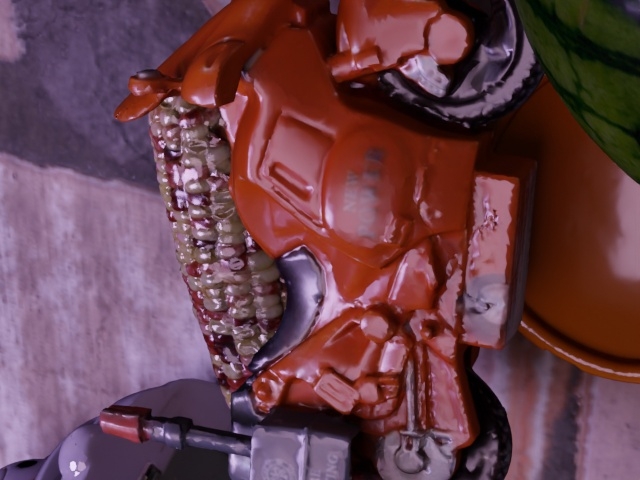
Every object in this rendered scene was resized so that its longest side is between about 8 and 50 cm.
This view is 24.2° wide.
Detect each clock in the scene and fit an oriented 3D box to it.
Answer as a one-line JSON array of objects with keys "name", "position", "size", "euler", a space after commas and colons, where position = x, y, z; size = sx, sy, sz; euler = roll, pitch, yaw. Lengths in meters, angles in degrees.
[{"name": "clock", "position": [-0.154, 0.205, 1.027], "size": [0.254, 0.189, 0.189], "euler": [-24, 103, 50]}]

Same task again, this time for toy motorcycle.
[{"name": "toy motorcycle", "position": [0.000, 0.000, 0.774], "size": [0.221, 0.148, 0.326], "euler": [9, 109, 19]}]

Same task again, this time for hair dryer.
[{"name": "hair dryer", "position": [0.122, -0.004, 0.824], "size": [0.083, 0.047, 0.026], "euler": [-21, 105, 21]}]

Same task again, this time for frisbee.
[{"name": "frisbee", "position": [0.171, -0.018, 0.778], "size": [0.192, 0.035, 0.192], "euler": [5, 108, 15]}]

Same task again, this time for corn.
[{"name": "corn", "position": [-0.043, 0.007, 0.893], "size": [0.086, 0.086, 0.253], "euler": [-4, 112, 31]}]

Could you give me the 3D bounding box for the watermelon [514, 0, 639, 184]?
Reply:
[{"name": "watermelon", "position": [0.221, -0.089, 0.565], "size": [0.330, 0.189, 0.331], "euler": [16, 145, 12]}]
